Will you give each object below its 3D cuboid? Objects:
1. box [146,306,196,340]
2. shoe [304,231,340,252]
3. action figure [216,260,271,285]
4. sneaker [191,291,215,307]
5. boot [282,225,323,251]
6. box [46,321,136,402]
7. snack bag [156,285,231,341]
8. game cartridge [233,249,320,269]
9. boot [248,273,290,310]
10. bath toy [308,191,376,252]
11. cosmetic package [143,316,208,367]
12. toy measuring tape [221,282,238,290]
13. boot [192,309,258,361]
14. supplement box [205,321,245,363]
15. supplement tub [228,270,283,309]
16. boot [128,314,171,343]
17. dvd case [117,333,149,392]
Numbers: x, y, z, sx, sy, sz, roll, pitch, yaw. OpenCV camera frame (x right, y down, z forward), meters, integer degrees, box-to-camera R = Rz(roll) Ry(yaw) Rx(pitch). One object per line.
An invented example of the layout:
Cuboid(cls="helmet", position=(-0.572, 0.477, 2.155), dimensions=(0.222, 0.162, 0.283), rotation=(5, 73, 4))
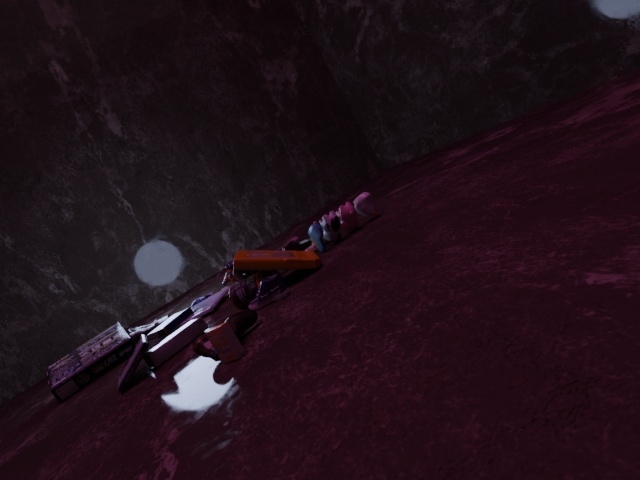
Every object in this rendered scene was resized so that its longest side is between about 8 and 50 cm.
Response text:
Cuboid(cls="box", position=(-0.703, 0.386, 2.063), dimensions=(0.136, 0.036, 0.225), rotation=(-25, 10, 33))
Cuboid(cls="shoe", position=(0.000, 0.000, 2.053), dimensions=(0.219, 0.058, 0.077), rotation=(-35, 9, -30))
Cuboid(cls="action figure", position=(-0.279, 0.155, 1.964), dimensions=(0.341, 0.178, 0.330), rotation=(-6, 3, -29))
Cuboid(cls="sneaker", position=(-0.638, 0.330, 2.350), dimensions=(0.144, 0.053, 0.059), rotation=(-33, 10, -13))
Cuboid(cls="boot", position=(-0.076, -0.007, 2.256), dimensions=(0.248, 0.090, 0.207), rotation=(-29, 5, -14))
Cuboid(cls="box", position=(-1.140, 0.590, 2.154), dimensions=(0.395, 0.097, 0.318), rotation=(-35, 26, -28))
Cuboid(cls="snack bag", position=(-0.616, 0.358, 2.157), dimensions=(0.343, 0.037, 0.323), rotation=(-29, 9, 10))
Cuboid(cls="game cartridge", position=(-0.174, 0.073, 1.719), dimensions=(0.324, 0.052, 0.285), rotation=(-2, 5, -7))
Cuboid(cls="boot", position=(-0.198, 0.182, 1.543), dimensions=(0.190, 0.086, 0.069), rotation=(-26, 9, 28))
Cuboid(cls="bath toy", position=(0.115, -0.086, 1.950), dimensions=(0.348, 0.129, 0.151), rotation=(-33, -11, -19))
Cuboid(cls="cosmetic package", position=(-0.550, 0.386, 1.647), dimensions=(0.239, 0.060, 0.099), rotation=(-37, 11, -38))
Cuboid(cls="toy measuring tape", position=(-0.440, 0.185, 2.313), dimensions=(0.330, 0.121, 0.121), rotation=(-25, 10, 37))
Cuboid(cls="boot", position=(-0.250, 0.281, 1.263), dimensions=(0.219, 0.082, 0.106), rotation=(-31, 29, -34))
Cuboid(cls="supplement box", position=(-0.251, 0.270, 1.141), dimensions=(0.062, 0.098, 0.036), rotation=(-27, 5, 33))
Cuboid(cls="supplement tub", position=(-0.241, 0.182, 1.642), dimensions=(0.198, 0.106, 0.106), rotation=(-27, 9, 17))
Cuboid(cls="boot", position=(-0.941, 0.489, 2.414), dimensions=(0.229, 0.091, 0.263), rotation=(-28, 10, -24))
Cuboid(cls="dvd case", position=(-0.689, 0.445, 1.594), dimensions=(0.239, 0.030, 0.179), rotation=(-11, 52, 66))
